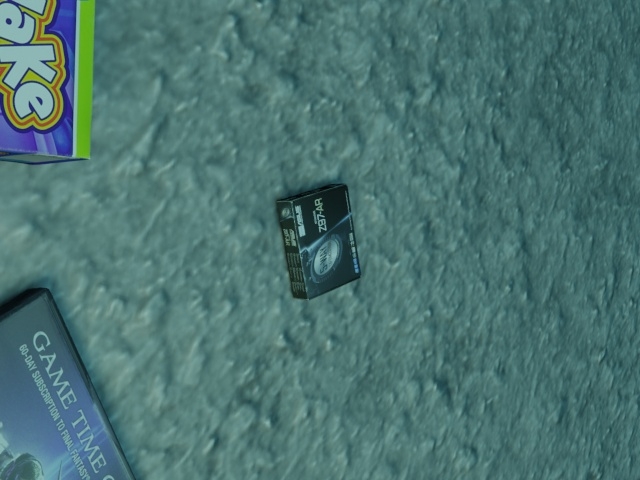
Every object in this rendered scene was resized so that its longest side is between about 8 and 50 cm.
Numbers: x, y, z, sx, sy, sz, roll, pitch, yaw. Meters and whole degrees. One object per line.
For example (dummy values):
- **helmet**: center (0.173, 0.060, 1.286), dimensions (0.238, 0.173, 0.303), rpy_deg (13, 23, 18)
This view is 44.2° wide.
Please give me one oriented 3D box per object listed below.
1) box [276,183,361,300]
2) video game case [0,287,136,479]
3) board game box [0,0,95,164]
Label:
- **box**: center (0.000, 0.000, 0.651), dimensions (0.067, 0.018, 0.083), rpy_deg (-19, 105, -43)
- **video game case**: center (-0.209, 0.174, 0.408), dimensions (0.274, 0.026, 0.196), rpy_deg (-43, 121, -51)
- **board game box**: center (-0.228, -0.220, 0.377), dimensions (0.233, 0.078, 0.348), rpy_deg (1, 91, -44)
